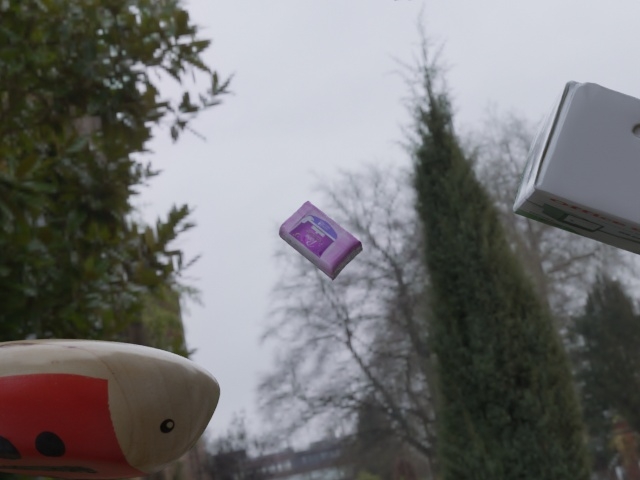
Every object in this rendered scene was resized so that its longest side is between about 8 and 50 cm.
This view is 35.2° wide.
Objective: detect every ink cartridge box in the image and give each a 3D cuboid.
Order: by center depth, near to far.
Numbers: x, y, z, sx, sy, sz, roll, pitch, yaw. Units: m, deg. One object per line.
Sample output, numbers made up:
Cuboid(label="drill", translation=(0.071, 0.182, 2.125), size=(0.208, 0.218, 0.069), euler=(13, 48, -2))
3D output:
Cuboid(label="ink cartridge box", translation=(0.334, -0.064, 1.108), size=(0.211, 0.122, 0.289), euler=(19, 0, 8))

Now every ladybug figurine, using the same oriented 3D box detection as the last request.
Cuboid(label="ladybug figurine", translation=(-0.366, 0.253, 1.467), size=(0.449, 0.162, 0.305), euler=(-4, -26, 20))

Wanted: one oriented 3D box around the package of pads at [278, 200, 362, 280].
Cuboid(label="package of pads", translation=(0.000, 0.000, 1.105), size=(0.050, 0.083, 0.032), euler=(-44, -21, -19))
